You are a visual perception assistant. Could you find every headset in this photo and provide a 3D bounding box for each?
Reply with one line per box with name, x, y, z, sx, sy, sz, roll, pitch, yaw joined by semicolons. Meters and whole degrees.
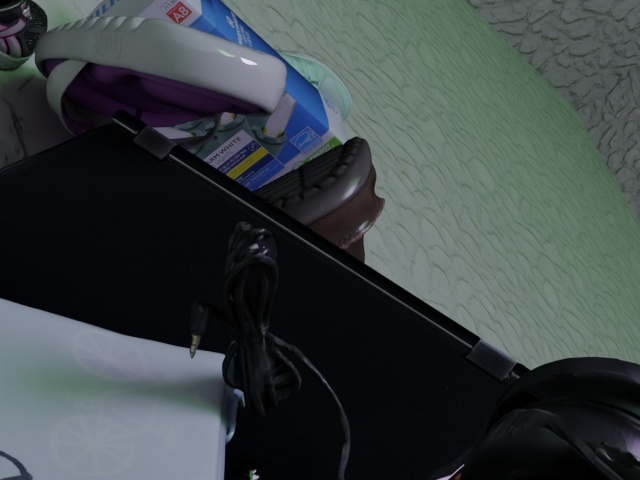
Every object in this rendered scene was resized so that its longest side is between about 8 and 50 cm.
headset;0.094;0.133;0.762;0.394;0.243;0.185;28;-44;36

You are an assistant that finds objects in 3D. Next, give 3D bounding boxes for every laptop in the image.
laptop;-0.060;0.106;1.084;0.382;0.236;0.408;33;-16;24

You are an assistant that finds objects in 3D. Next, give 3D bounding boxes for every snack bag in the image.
snack bag;-0.197;0.104;0.751;0.342;0.037;0.323;17;28;-11

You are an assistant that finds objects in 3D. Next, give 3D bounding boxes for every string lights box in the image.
string lights box;-0.107;-0.144;1.515;0.259;0.133;0.077;39;23;-35

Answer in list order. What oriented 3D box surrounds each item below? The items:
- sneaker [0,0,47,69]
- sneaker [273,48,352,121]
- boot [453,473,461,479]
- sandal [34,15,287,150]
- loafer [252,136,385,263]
sneaker;-0.266;-0.191;1.303;0.072;0.077;0.178;55;17;2
sneaker;-0.046;-0.147;1.731;0.256;0.094;0.151;21;29;-42
boot;0.049;0.175;1.318;0.283;0.109;0.220;0;27;-39
sandal;-0.148;-0.106;1.250;0.169;0.102;0.416;18;-4;-15
loafer;0.000;0.000;1.374;0.130;0.134;0.366;62;-5;-1
